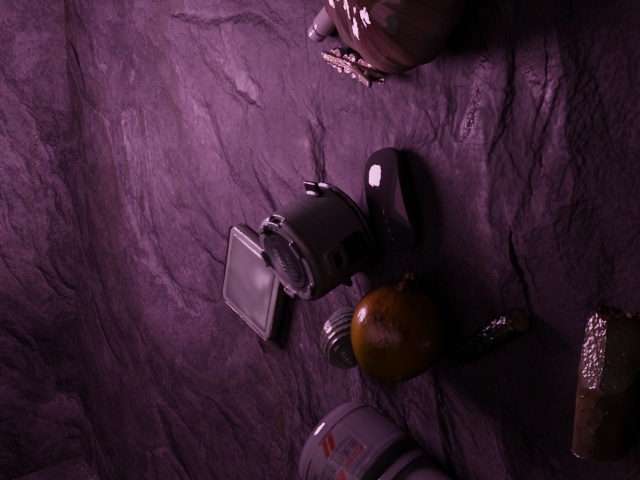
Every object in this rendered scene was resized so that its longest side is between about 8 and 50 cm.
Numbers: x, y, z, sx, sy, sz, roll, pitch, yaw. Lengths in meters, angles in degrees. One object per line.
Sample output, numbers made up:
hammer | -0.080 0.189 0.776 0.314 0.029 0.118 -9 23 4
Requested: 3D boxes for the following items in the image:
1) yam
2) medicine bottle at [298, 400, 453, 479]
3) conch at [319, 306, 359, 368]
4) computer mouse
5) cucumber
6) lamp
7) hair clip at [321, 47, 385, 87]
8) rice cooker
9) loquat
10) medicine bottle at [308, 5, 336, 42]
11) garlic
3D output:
yam | 0.489 0.247 1.230 0.106 0.106 0.259 17 113 48
medicine bottle | 0.130 0.537 1.631 0.306 0.245 0.245 30 122 35
conch | 0.053 0.239 1.775 0.135 0.102 0.153 -54 56 26
computer mouse | 0.153 -0.089 1.597 0.120 0.057 0.232 -12 89 52
cucumber | 0.333 0.193 1.441 0.187 0.058 0.058 -44 65 46
lamp | -0.194 0.119 2.090 0.269 0.047 0.267 38 126 40
hair clip | 0.077 -0.393 1.627 0.214 0.056 0.062 45 147 46
rice cooker | 0.000 0.000 1.677 0.241 0.227 0.281 14 131 53
loquat | 0.164 0.175 1.538 0.213 0.213 0.246 32 122 43
medicine bottle | 0.012 -0.504 1.674 0.089 0.052 0.052 -40 68 48
garlic | 0.150 -0.482 1.388 0.321 0.241 0.322 25 134 29
